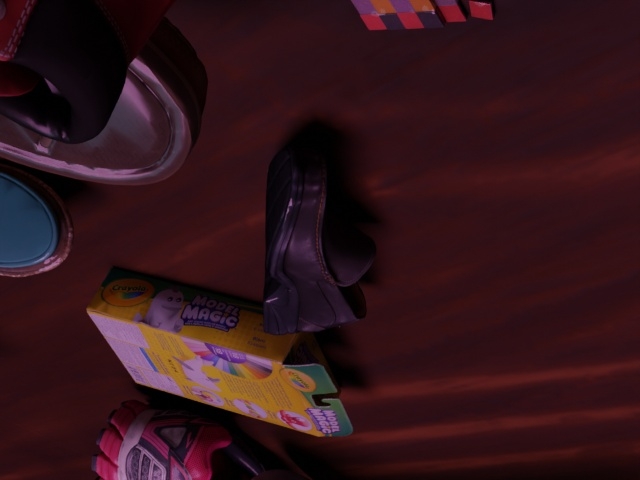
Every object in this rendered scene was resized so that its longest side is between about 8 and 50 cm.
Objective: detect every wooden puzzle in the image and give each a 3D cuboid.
[{"bbox_3d":[0.032,-0.108,0.603,0.083,0.006,0.049,3,146,37],"label":"wooden puzzle"}]

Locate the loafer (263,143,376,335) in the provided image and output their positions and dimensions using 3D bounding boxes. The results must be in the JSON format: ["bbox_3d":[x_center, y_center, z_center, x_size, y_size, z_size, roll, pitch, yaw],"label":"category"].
[{"bbox_3d":[0.000,0.000,0.779,0.061,0.062,0.170,2,155,-1],"label":"loafer"}]

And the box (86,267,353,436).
[{"bbox_3d":[-0.062,0.079,0.977,0.179,0.043,0.105,15,151,25],"label":"box"}]

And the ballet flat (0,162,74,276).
[{"bbox_3d":[-0.230,-0.017,0.944,0.206,0.073,0.067,13,178,29],"label":"ballet flat"}]

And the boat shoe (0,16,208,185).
[{"bbox_3d":[-0.177,-0.134,0.638,0.307,0.104,0.111,27,133,3],"label":"boat shoe"}]

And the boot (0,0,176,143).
[{"bbox_3d":[-0.108,-0.150,0.464,0.088,0.176,0.244,10,148,31],"label":"boot"}]

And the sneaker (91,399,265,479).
[{"bbox_3d":[-0.072,0.250,1.203,0.112,0.121,0.299,1,144,36],"label":"sneaker"}]

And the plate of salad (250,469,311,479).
[{"bbox_3d":[-0.012,0.278,1.125,0.048,0.200,0.200,-31,124,27],"label":"plate of salad"}]
